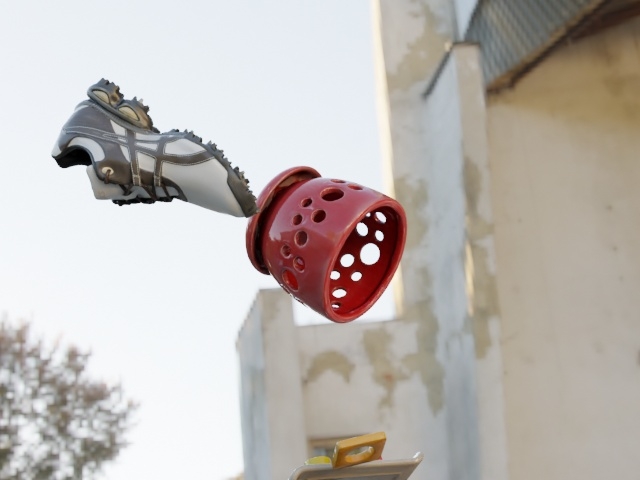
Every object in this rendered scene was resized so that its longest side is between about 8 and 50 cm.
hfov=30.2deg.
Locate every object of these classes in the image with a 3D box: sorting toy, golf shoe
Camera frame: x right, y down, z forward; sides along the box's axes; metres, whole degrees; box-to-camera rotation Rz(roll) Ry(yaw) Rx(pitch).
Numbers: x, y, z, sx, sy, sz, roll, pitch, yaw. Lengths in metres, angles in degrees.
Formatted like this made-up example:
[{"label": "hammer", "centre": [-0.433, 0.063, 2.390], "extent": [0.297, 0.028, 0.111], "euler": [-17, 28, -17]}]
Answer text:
[{"label": "sorting toy", "centre": [0.021, 0.328, 1.581], "extent": [0.196, 0.047, 0.348], "euler": [-3, -36, -25]}, {"label": "golf shoe", "centre": [-0.142, -0.055, 1.008], "extent": [0.198, 0.094, 0.077], "euler": [30, -21, 25]}]

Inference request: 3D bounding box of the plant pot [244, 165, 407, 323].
[{"label": "plant pot", "centre": [0.000, 0.000, 1.667], "extent": [0.174, 0.191, 0.191], "euler": [24, -7, 30]}]
